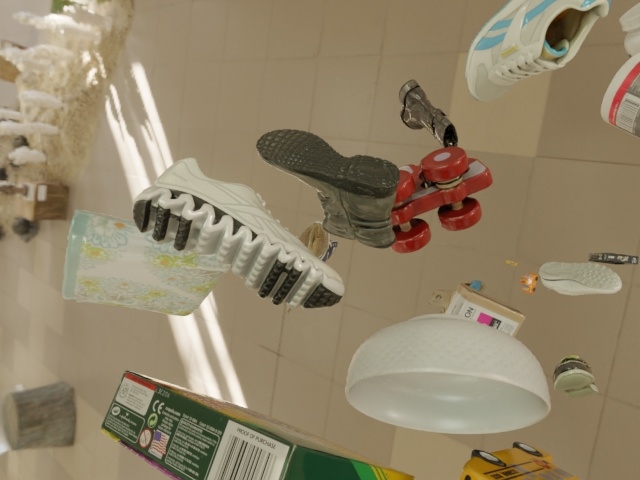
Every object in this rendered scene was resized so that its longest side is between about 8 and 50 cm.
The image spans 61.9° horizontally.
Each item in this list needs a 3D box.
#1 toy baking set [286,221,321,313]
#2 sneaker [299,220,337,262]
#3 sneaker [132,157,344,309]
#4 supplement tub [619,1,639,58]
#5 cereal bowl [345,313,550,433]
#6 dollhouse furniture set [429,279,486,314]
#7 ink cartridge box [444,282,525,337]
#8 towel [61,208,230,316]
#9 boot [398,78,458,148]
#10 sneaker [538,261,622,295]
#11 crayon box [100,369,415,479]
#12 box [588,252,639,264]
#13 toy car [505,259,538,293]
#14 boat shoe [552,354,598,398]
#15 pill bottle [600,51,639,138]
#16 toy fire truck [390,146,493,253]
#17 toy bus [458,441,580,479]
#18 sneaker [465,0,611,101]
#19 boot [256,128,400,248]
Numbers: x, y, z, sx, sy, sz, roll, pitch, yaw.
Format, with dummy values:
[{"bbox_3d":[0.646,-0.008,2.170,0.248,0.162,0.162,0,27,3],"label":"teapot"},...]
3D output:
[{"bbox_3d":[-0.056,0.070,1.481,0.030,0.197,0.256,22,125,14],"label":"toy baking set"},{"bbox_3d":[0.000,0.000,1.805,0.099,0.153,0.282,30,142,11],"label":"sneaker"},{"bbox_3d":[-0.089,-0.010,0.702,0.110,0.292,0.118,-48,15,47],"label":"sneaker"},{"bbox_3d":[0.989,-0.517,1.452,0.235,0.235,0.325,-26,105,39],"label":"supplement tub"},{"bbox_3d":[0.218,0.228,0.944,0.339,0.339,0.141,-24,44,40],"label":"cereal bowl"},{"bbox_3d":[0.465,0.188,1.799,0.129,0.184,0.129,4,138,31],"label":"dollhouse furniture set"},{"bbox_3d":[0.448,0.271,1.552,0.088,0.193,0.235,-117,50,-73],"label":"ink cartridge box"},{"bbox_3d":[-0.401,0.065,1.196,0.374,0.320,0.090,137,138,-54],"label":"towel"},{"bbox_3d":[0.339,-0.354,1.644,0.091,0.263,0.229,-37,66,5],"label":"boot"},{"bbox_3d":[0.792,0.127,1.624,0.235,0.090,0.095,11,139,46],"label":"sneaker"},{"bbox_3d":[-0.093,0.320,0.803,0.363,0.313,0.106,6,70,40],"label":"crayon box"},{"bbox_3d":[0.640,0.040,1.167,0.067,0.083,0.018,7,87,0],"label":"box"},{"bbox_3d":[0.554,0.101,1.497,0.122,0.040,0.060,43,113,57],"label":"toy car"},{"bbox_3d":[0.538,0.285,1.141,0.081,0.228,0.069,-21,56,23],"label":"boat shoe"},{"bbox_3d":[0.782,-0.264,1.118,0.318,0.176,0.176,45,119,37],"label":"pill bottle"},{"bbox_3d":[0.229,-0.125,1.254,0.302,0.169,0.254,-23,28,4],"label":"toy fire truck"},{"bbox_3d":[0.304,0.394,0.815,0.130,0.332,0.108,17,88,41],"label":"toy bus"},{"bbox_3d":[0.266,-0.251,0.685,0.229,0.087,0.092,126,144,-58],"label":"sneaker"},{"bbox_3d":[0.008,-0.072,0.853,0.246,0.083,0.161,22,142,18],"label":"boot"}]
